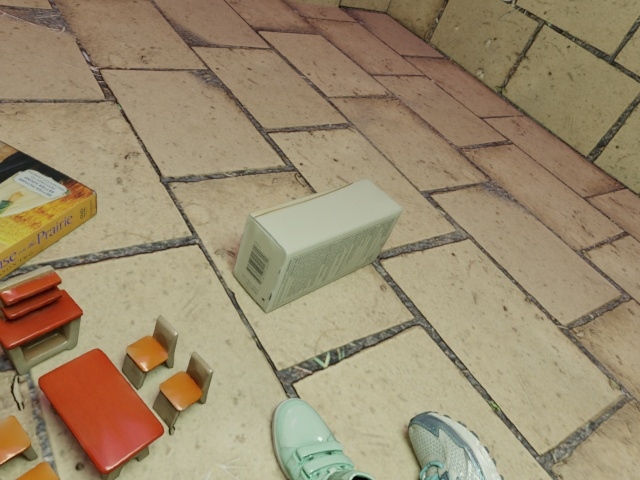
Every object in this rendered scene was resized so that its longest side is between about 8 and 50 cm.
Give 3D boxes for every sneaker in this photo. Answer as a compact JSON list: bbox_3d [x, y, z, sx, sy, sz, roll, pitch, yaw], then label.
[{"bbox_3d":[0.189,0.366,0.651,0.122,0.110,0.283,-8,48,-28],"label":"sneaker"},{"bbox_3d":[0.021,0.289,0.620,0.094,0.151,0.256,-7,47,-30],"label":"sneaker"}]

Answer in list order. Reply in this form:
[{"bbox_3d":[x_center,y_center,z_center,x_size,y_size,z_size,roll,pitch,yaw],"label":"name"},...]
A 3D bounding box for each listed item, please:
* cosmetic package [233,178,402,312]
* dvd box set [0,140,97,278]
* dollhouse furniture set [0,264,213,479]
[{"bbox_3d":[0.000,0.000,0.932,0.309,0.160,0.113,-22,56,-42],"label":"cosmetic package"},{"bbox_3d":[-0.615,-0.028,0.741,0.308,0.062,0.420,28,39,6],"label":"dvd box set"},{"bbox_3d":[-0.305,0.169,0.609,0.259,0.135,0.262,40,42,20],"label":"dollhouse furniture set"}]
